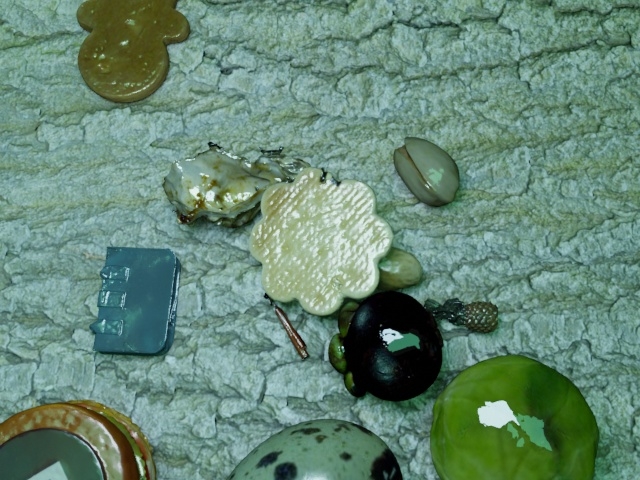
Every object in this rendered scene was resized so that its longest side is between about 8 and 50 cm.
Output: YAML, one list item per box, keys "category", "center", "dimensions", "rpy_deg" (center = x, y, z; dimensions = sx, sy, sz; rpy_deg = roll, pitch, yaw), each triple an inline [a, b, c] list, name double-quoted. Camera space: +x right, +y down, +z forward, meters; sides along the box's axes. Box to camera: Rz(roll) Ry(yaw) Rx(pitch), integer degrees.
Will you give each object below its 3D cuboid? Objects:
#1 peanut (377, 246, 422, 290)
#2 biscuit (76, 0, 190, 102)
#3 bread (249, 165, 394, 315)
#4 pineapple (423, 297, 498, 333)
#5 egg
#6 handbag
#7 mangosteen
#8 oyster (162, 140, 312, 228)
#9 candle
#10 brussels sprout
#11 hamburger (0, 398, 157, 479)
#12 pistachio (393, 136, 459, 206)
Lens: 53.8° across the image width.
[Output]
- category: "peanut"
  center: [0.110, 0.035, 1.371]
  dimensions: [0.236, 0.110, 0.120]
  rpy_deg: [22, 81, 6]
- category: "biscuit"
  center: [-0.457, -0.498, 1.527]
  dimensions: [0.275, 0.052, 0.355]
  rpy_deg: [5, 76, 0]
- category: "bread"
  center: [0.000, 0.000, 1.308]
  dimensions: [0.315, 0.054, 0.316]
  rpy_deg: [-2, 82, 12]
- category: "pineapple"
  center: [0.302, 0.159, 1.368]
  dimensions: [0.159, 0.074, 0.074]
  rpy_deg: [9, 75, 4]
- category: "egg"
  center: [-0.029, 0.490, 1.161]
  dimensions: [0.379, 0.287, 0.288]
  rpy_deg: [-20, 77, 1]
- category: "handbag"
  center: [-0.401, 0.131, 1.362]
  dimensions: [0.179, 0.062, 0.229]
  rpy_deg: [2, 76, 2]
- category: "mangosteen"
  center: [0.132, 0.216, 1.282]
  dimensions: [0.242, 0.243, 0.243]
  rpy_deg: [0, 75, -1]
- category: "oyster"
  center: [-0.175, -0.129, 1.398]
  dimensions: [0.336, 0.133, 0.198]
  rpy_deg: [-15, 75, -8]
- category: "candle"
  center: [-0.073, 0.183, 1.375]
  dimensions: [0.026, 0.021, 0.167]
  rpy_deg: [-35, 79, 11]
- category: "brussels sprout"
  center: [0.376, 0.391, 1.223]
  dimensions: [0.343, 0.268, 0.344]
  rpy_deg: [1, 93, 12]
- category: "hamburger"
  center: [-0.475, 0.463, 1.175]
  dimensions: [0.329, 0.250, 0.330]
  rpy_deg: [1, 72, -3]
- category: "pistachio"
  center: [0.239, -0.155, 1.418]
  dimensions: [0.124, 0.124, 0.185]
  rpy_deg: [-41, 74, -11]
